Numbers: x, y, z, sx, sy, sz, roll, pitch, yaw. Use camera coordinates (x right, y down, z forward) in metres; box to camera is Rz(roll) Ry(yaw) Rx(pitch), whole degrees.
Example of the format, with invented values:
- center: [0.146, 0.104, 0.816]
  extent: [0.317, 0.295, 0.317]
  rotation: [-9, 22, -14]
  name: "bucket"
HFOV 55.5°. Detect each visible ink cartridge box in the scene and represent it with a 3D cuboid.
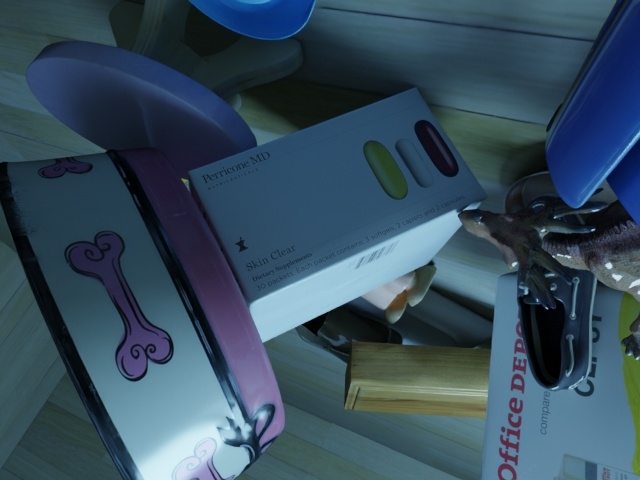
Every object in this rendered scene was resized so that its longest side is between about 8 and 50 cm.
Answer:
- center: [0.386, 0.191, 0.658]
  extent: [0.384, 0.279, 0.160]
  rotation: [7, -176, 39]
  name: "ink cartridge box"

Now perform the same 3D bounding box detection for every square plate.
- center: [0.124, 0.148, 1.176]
  extent: [0.344, 0.049, 0.347]
  rotation: [27, 156, 2]
  name: "square plate"

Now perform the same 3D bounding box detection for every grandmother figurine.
- center: [0.000, 0.000, 0.960]
  extent: [0.342, 0.104, 0.208]
  rotation: [35, 124, -7]
  name: "grandmother figurine"

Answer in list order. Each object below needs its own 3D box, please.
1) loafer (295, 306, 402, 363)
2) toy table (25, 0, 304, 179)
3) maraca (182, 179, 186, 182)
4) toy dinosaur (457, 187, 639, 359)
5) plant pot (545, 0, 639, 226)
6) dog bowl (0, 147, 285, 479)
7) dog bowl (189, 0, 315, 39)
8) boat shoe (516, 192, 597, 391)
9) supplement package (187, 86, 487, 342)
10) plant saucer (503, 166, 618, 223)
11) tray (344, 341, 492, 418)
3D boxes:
- center: [0.036, 0.173, 1.141]
  extent: [0.251, 0.094, 0.087]
  rotation: [7, 153, 40]
  name: "loafer"
- center: [-0.168, -0.187, 0.679]
  extent: [0.274, 0.161, 0.252]
  rotation: [24, 155, 8]
  name: "toy table"
- center: [-0.236, -0.137, 0.939]
  extent: [0.185, 0.099, 0.127]
  rotation: [-17, 142, 23]
  name: "maraca"
- center: [0.276, -0.008, 0.503]
  extent: [0.200, 0.127, 0.295]
  rotation: [24, 142, -31]
  name: "toy dinosaur"
- center: [0.264, -0.104, 0.307]
  extent: [0.212, 0.236, 0.236]
  rotation: [29, 157, 12]
  name: "plant pot"
- center: [-0.178, 0.083, 0.651]
  extent: [0.408, 0.150, 0.408]
  rotation: [54, 159, 32]
  name: "dog bowl"
- center: [-0.042, -0.281, 0.463]
  extent: [0.166, 0.074, 0.297]
  rotation: [32, 155, -8]
  name: "dog bowl"
- center: [0.239, 0.054, 0.626]
  extent: [0.075, 0.206, 0.065]
  rotation: [-4, -178, 41]
  name: "boat shoe"
- center: [0.007, -0.017, 0.671]
  extent: [0.145, 0.262, 0.204]
  rotation: [61, 162, 16]
  name: "supplement package"
- center: [0.288, -0.030, 0.667]
  extent: [0.168, 0.029, 0.168]
  rotation: [23, 155, 12]
  name: "plant saucer"
- center: [0.250, 0.244, 1.015]
  extent: [0.411, 0.076, 0.203]
  rotation: [4, 153, 1]
  name: "tray"
